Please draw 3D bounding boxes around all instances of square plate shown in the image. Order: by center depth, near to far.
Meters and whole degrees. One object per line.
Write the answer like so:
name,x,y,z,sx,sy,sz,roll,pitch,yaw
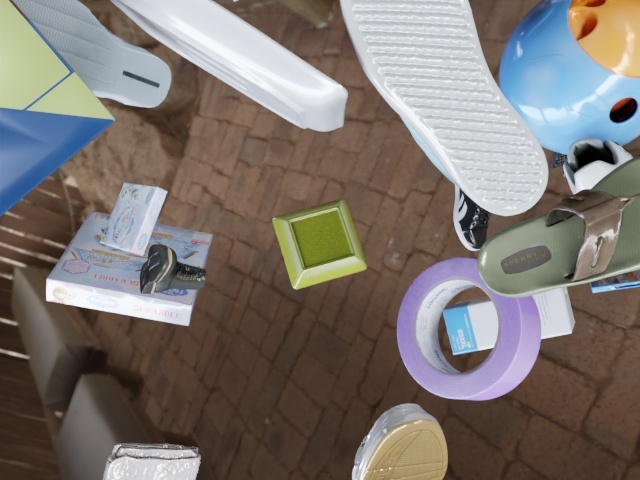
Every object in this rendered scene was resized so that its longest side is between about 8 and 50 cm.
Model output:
square plate,-0.124,-0.239,0.831,0.049,0.347,0.344,-59,1,5

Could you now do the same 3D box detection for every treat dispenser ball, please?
treat dispenser ball,0.459,-0.293,1.139,0.288,0.288,0.288,-35,43,40

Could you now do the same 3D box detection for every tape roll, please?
tape roll,0.288,0.175,1.297,0.275,0.090,0.275,-14,68,39

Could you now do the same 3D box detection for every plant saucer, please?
plant saucer,0.000,0.000,1.549,0.045,0.188,0.188,105,148,-72

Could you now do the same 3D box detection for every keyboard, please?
keyboard,0.655,-0.289,1.720,0.038,0.100,0.192,26,129,45

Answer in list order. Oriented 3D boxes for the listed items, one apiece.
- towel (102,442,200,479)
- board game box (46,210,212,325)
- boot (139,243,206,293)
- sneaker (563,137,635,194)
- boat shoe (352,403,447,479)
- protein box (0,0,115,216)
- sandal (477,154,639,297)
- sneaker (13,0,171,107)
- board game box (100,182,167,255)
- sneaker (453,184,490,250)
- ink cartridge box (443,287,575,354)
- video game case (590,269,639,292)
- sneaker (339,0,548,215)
towel,-0.363,0.548,1.349,0.049,0.187,0.282,-141,63,-64
board game box,-0.440,0.058,1.569,0.318,0.318,0.066,-88,11,-60
boot,-0.283,0.057,1.334,0.198,0.137,0.077,-33,59,60
sneaker,0.472,-0.114,1.082,0.122,0.146,0.330,-32,3,25
boat shoe,0.078,0.261,0.758,0.096,0.098,0.277,-104,12,-46
protein box,-0.303,-0.080,0.515,0.200,0.136,0.201,-46,26,-18
sandal,0.309,-0.003,0.778,0.303,0.086,0.120,-34,70,39
sneaker,-0.276,-0.207,0.729,0.091,0.258,0.094,19,90,21
board game box,-0.249,-0.030,0.871,0.090,0.020,0.090,11,78,46
sneaker,0.363,-0.087,1.464,0.121,0.079,0.217,-8,89,58
ink cartridge box,0.512,0.205,1.766,0.307,0.223,0.129,-15,84,22
video game case,0.657,0.072,1.385,0.166,0.015,0.119,-10,15,20
sneaker,0.125,-0.191,0.772,0.135,0.366,0.150,-31,16,1
